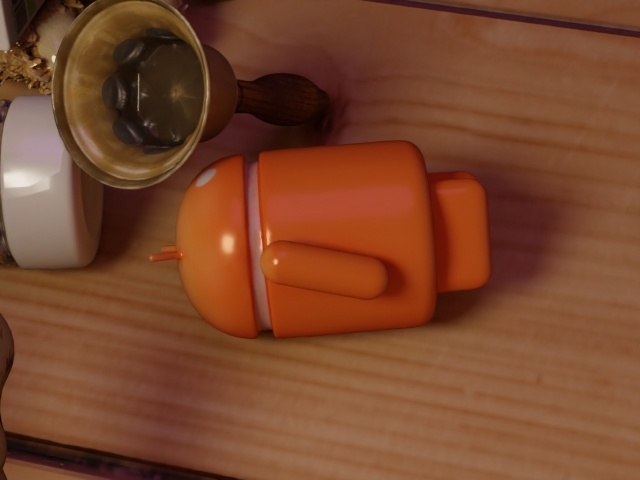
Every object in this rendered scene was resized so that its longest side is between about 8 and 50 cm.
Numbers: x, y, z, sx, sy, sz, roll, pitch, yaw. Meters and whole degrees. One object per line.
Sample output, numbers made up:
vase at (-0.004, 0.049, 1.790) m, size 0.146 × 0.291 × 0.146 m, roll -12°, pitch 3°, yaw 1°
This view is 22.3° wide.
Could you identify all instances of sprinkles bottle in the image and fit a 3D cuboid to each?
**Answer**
sprinkles bottle at (-0.334, -0.036, 1.129) m, size 0.355 × 0.121 × 0.121 m, roll -2°, pitch 48°, yaw 3°

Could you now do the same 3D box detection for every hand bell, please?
hand bell at (-0.061, -0.102, 1.131) m, size 0.126 × 0.126 × 0.242 m, roll 29°, pitch 18°, yaw 26°

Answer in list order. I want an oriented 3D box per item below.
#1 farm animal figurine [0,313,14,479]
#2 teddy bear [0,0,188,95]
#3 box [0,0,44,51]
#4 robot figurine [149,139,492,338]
farm animal figurine at (-0.229, 0.214, 0.841) m, size 0.330 × 0.172 × 0.327 m, roll -53°, pitch 47°, yaw 10°
teddy bear at (-0.267, -0.188, 1.266) m, size 0.338 × 0.113 × 0.245 m, roll 11°, pitch 45°, yaw 9°
box at (-0.299, -0.224, 1.146) m, size 0.203 × 0.114 × 0.103 m, roll 12°, pitch 47°, yaw 12°
robot figurine at (0.000, 0.000, 1.066) m, size 0.219 × 0.128 × 0.158 m, roll -5°, pitch 48°, yaw 0°
